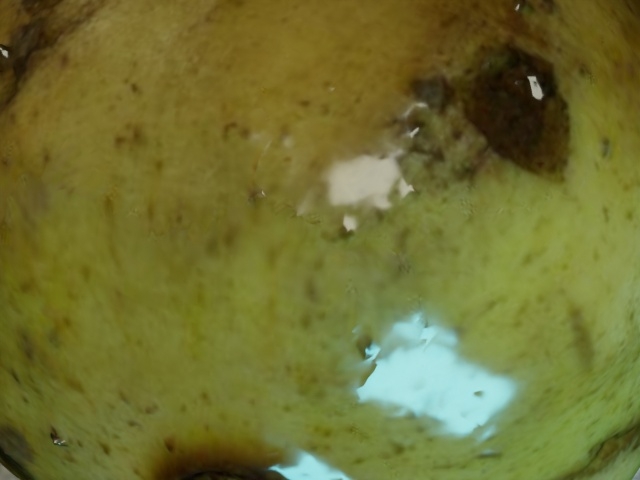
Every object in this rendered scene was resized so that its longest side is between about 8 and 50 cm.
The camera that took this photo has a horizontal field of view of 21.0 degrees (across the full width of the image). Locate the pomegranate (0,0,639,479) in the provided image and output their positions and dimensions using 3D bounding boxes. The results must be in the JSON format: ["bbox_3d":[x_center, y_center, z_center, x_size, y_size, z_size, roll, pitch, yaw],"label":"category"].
[{"bbox_3d":[0.000,0.000,0.602,0.281,0.281,0.281,1,81,-4],"label":"pomegranate"}]
